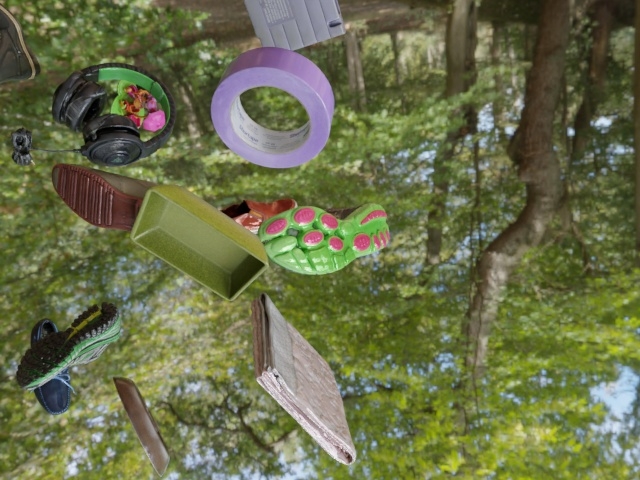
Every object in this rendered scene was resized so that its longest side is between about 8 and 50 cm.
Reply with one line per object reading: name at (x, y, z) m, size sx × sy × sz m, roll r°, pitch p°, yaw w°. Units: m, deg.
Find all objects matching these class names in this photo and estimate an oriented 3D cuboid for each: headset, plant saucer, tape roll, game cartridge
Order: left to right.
headset at (-0.508, -0.279, 1.294) m, size 0.394 × 0.243 × 0.185 m, roll -40°, pitch 177°, yaw -32°
plant saucer at (-0.504, 0.518, 1.634) m, size 0.050 × 0.311 × 0.310 m, roll -27°, pitch -157°, yaw -21°
plant saucer at (-0.174, -0.001, 0.836) m, size 0.188 × 0.188 × 0.045 m, roll -41°, pitch -162°, yaw 56°
tape roll at (-0.108, -0.299, 1.320) m, size 0.274 × 0.275 × 0.090 m, roll -4°, pitch -134°, yaw 15°
game cartridge at (-0.096, -0.659, 1.424) m, size 0.230 × 0.355 × 0.068 m, roll -10°, pitch -156°, yaw 22°

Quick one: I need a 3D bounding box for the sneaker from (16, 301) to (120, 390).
sneaker at (-0.750, 0.344, 1.745) m, size 0.134 × 0.146 × 0.343 m, roll 27°, pitch -133°, yaw 32°

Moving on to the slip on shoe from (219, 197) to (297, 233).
slip on shoe at (-0.225, -0.089, 1.912) m, size 0.331 × 0.101 × 0.123 m, roll -17°, pitch -148°, yaw -24°

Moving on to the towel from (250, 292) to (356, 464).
towel at (-0.043, 0.303, 1.306) m, size 0.053 × 0.317 × 0.332 m, roll -35°, pitch -156°, yaw 7°

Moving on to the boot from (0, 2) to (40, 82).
boot at (-0.770, -0.468, 1.352) m, size 0.077 × 0.198 × 0.137 m, roll -23°, pitch -164°, yaw 29°

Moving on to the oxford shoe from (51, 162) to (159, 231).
oxford shoe at (-0.459, -0.095, 1.339) m, size 0.348 × 0.123 × 0.130 m, roll 26°, pitch -150°, yaw 7°

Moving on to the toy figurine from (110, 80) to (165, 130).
toy figurine at (-0.532, -0.399, 1.733) m, size 0.159 × 0.173 × 0.130 m, roll 15°, pitch -159°, yaw 28°

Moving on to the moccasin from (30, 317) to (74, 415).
moccasin at (-0.954, 0.440, 1.998) m, size 0.137 × 0.342 × 0.117 m, roll -14°, pitch 169°, yaw -36°

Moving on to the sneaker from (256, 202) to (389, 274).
sneaker at (0.000, 0.000, 1.565) m, size 0.202 × 0.185 × 0.483 m, roll -13°, pitch 175°, yaw 40°
